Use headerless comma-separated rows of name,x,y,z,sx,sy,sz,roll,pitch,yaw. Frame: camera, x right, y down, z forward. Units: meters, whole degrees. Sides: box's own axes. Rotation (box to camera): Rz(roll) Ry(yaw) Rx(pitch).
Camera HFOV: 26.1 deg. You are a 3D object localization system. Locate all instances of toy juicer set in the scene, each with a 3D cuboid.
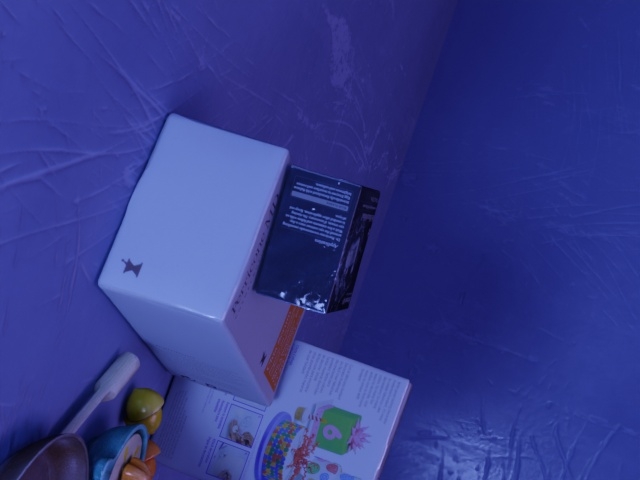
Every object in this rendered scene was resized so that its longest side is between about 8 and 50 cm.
toy juicer set,-0.241,0.264,1.753,0.329,0.089,0.209,94,18,-51

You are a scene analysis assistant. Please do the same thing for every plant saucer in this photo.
plant saucer,-0.342,0.350,1.498,0.310,0.050,0.310,19,90,-80

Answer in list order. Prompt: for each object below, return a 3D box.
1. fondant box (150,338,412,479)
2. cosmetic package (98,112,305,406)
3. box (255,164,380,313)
fondant box,-0.059,0.264,2.025,0.096,0.330,0.238,55,54,-77
cosmetic package,-0.125,0.043,1.783,0.453,0.161,0.230,73,36,-71
box,0.000,0.000,1.667,0.156,0.093,0.158,1,105,-79
